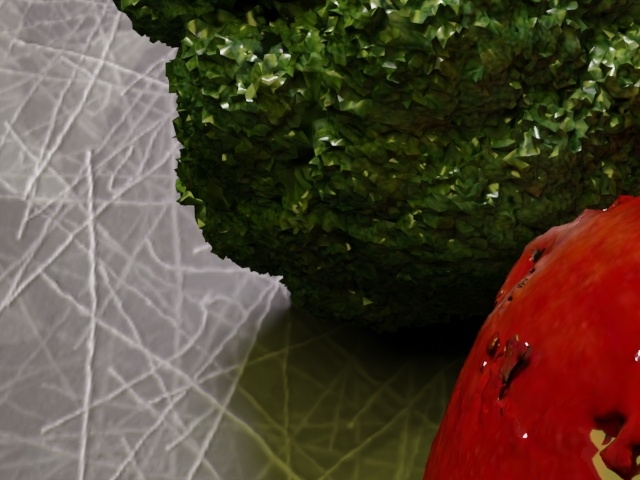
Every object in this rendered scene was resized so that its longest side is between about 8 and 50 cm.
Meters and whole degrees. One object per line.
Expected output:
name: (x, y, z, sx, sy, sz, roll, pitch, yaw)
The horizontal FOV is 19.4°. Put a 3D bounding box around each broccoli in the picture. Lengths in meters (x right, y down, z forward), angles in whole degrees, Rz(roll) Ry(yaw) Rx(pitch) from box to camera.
broccoli: (0.069, -0.100, 1.016, 0.310, 0.413, 0.321, -143, 62, -62)

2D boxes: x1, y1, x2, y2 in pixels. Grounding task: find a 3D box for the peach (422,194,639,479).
peach: (0.200, 0.147, 0.841, 0.370, 0.370, 0.370, -7, 60, 11)
